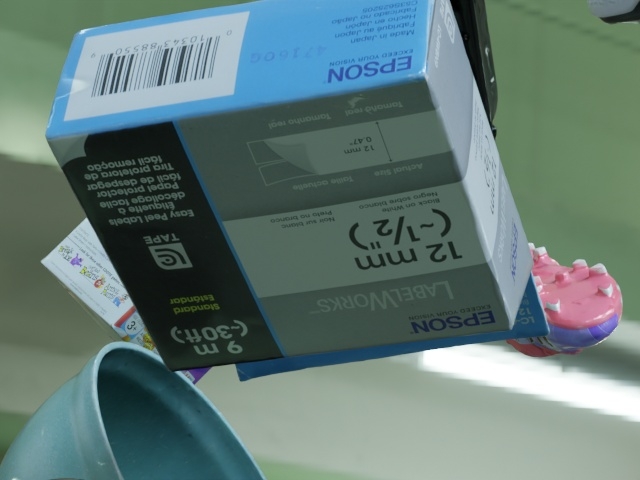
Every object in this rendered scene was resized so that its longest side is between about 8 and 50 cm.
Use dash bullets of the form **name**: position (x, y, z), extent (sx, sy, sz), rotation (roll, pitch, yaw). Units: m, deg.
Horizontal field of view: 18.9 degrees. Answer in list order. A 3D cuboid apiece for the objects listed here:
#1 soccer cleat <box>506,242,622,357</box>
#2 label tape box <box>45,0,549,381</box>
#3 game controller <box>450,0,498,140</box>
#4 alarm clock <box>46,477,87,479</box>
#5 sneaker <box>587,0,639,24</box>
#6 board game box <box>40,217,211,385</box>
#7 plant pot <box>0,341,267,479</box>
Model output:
- **soccer cleat**: position (0.200, 0.065, 1.641), extent (0.083, 0.095, 0.248), rotation (-16, 13, -11)
- **label tape box**: position (0.000, 0.000, 1.297), extent (0.249, 0.115, 0.347), rotation (-8, -48, 16)
- **game controller**: position (0.093, -0.173, 1.735), extent (0.067, 0.166, 0.319), rotation (28, -32, 35)
- **alarm clock**: position (-0.153, 0.230, 1.299), extent (0.192, 0.129, 0.064), rotation (14, -19, -9)
- **sneaker**: position (0.403, -0.207, 1.925), extent (0.269, 0.153, 0.101), rotation (-8, 19, -6)
- **board game box**: position (-0.109, -0.006, 1.896), extent (0.144, 0.275, 0.142), rotation (38, -11, 43)
- **plant pot**: position (-0.169, 0.259, 1.596), extent (0.196, 0.293, 0.293), rotation (-35, -27, 13)
